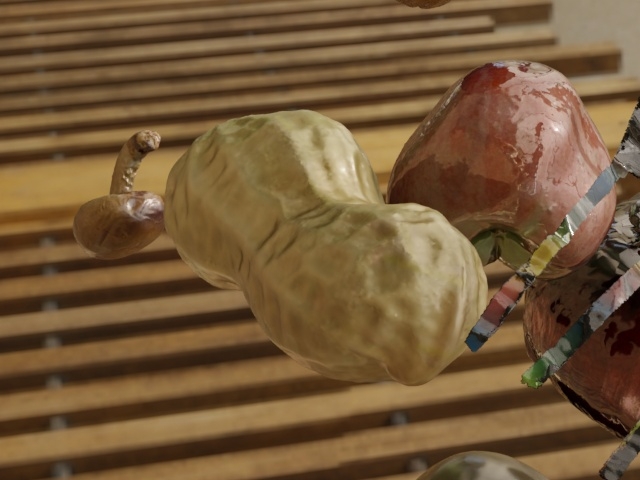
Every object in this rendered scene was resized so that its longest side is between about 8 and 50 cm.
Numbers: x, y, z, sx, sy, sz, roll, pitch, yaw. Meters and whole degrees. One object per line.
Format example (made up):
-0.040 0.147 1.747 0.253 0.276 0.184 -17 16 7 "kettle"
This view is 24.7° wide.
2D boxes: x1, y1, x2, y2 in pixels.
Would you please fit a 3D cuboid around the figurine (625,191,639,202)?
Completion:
0.399 0.085 1.563 0.365 0.218 0.206 -85 170 -52 "figurine"

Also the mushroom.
-0.171 -0.034 1.303 0.073 0.088 0.129 43 -66 45 "mushroom"

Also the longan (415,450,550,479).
0.160 0.308 1.462 0.220 0.197 0.196 113 -31 -52 "longan"

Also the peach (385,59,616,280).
0.124 -0.047 0.976 0.152 0.152 0.152 174 -90 -79 "peach"

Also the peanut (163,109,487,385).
0.000 0.000 0.905 0.298 0.120 0.136 38 -62 51 "peanut"

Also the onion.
0.320 0.089 1.261 0.314 0.314 0.232 -119 -141 -63 "onion"

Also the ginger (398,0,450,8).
0.052 -0.312 1.090 0.172 0.165 0.321 56 -7 24 "ginger"

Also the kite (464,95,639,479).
0.184 -0.008 0.719 0.152 0.285 0.015 38 -30 13 "kite"
